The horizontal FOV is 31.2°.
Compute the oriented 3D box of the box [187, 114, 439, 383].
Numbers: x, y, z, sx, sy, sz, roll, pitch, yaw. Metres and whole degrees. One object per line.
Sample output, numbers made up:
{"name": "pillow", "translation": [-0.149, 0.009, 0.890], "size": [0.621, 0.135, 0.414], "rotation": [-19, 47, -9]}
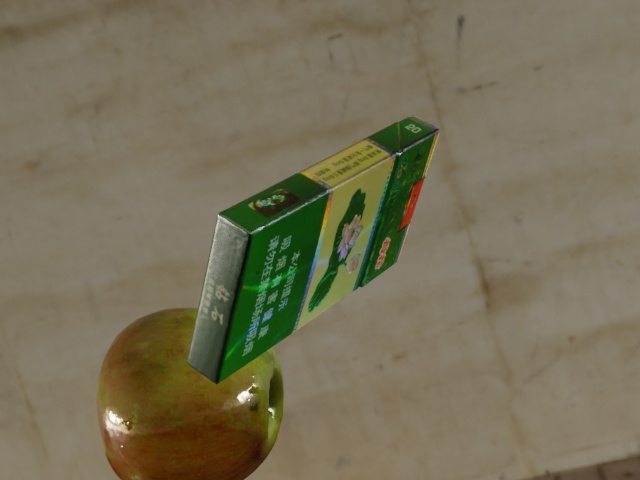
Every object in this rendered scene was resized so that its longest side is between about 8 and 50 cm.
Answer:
{"name": "box", "translation": [0.000, 0.000, 0.835], "size": [0.034, 0.132, 0.235], "rotation": [31, 36, 23]}

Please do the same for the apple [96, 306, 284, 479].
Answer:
{"name": "apple", "translation": [-0.126, 0.160, 1.135], "size": [0.196, 0.196, 0.196], "rotation": [-15, 11, 3]}
